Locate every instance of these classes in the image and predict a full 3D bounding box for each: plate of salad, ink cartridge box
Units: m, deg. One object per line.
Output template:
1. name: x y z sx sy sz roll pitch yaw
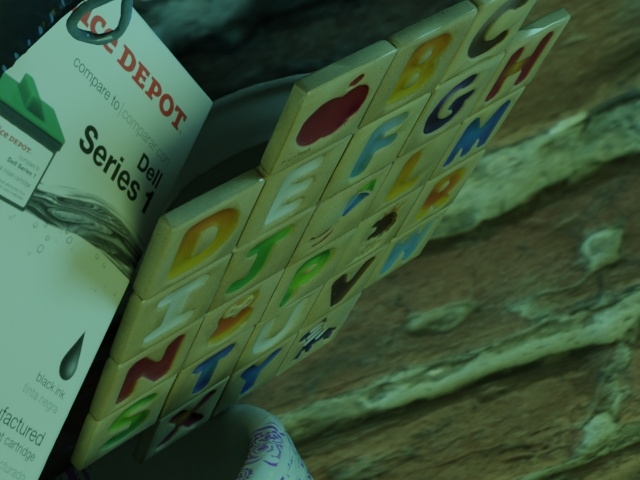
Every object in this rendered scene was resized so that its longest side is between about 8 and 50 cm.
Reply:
1. plate of salad: -0.033 -0.035 0.769 0.200 0.048 0.200 -18 152 -10
2. ink cartridge box: -0.154 -0.017 0.577 0.160 0.092 0.219 49 58 -53

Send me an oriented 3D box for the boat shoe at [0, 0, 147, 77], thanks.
1. boat shoe: -0.058 -0.133 0.500 0.258 0.109 0.089 -53 127 -20

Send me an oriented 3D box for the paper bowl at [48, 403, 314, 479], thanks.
1. paper bowl: -0.115 0.233 0.817 0.284 0.284 0.148 -29 103 0

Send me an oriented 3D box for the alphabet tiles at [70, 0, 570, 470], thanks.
1. alphabet tiles: 0.000 0.000 0.742 0.285 0.011 0.342 -30 159 -36
